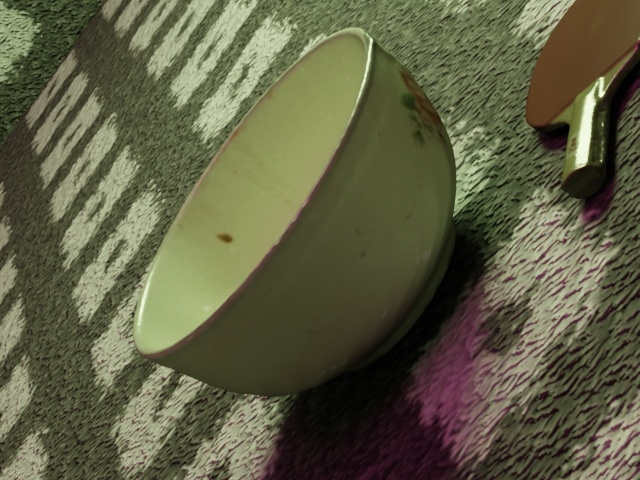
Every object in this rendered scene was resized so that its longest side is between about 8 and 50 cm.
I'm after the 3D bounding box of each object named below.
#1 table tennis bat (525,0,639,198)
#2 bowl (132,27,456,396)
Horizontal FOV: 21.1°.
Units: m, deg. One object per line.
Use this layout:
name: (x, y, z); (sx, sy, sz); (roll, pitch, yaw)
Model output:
table tennis bat: (0.185, -0.112, 1.158); (0.138, 0.022, 0.246); (-42, 20, 37)
bowl: (0.000, 0.000, 1.221); (0.277, 0.145, 0.277); (-46, 19, 21)
